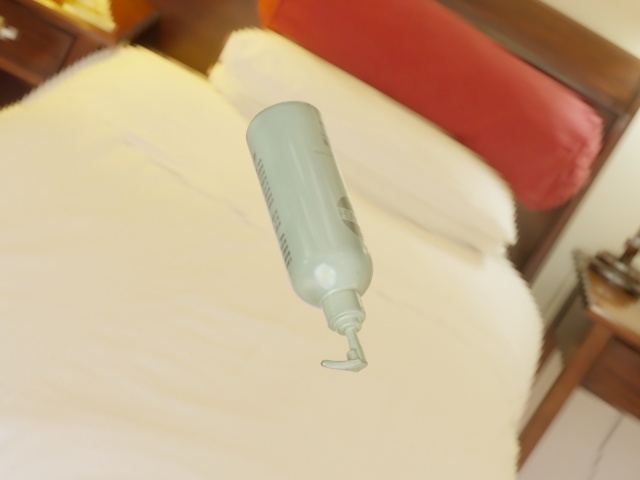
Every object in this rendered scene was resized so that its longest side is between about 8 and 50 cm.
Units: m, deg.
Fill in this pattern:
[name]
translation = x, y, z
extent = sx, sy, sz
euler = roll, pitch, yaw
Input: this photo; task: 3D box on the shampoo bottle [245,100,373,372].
[shampoo bottle]
translation = 0.000, 0.000, 0.898
extent = 0.056, 0.056, 0.195
euler = 15, 44, -40
